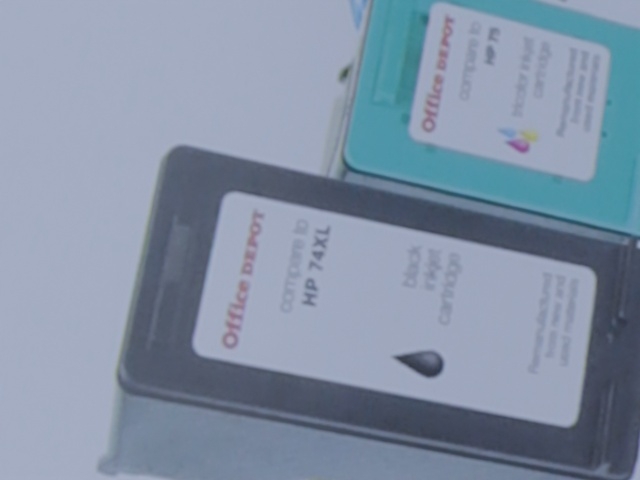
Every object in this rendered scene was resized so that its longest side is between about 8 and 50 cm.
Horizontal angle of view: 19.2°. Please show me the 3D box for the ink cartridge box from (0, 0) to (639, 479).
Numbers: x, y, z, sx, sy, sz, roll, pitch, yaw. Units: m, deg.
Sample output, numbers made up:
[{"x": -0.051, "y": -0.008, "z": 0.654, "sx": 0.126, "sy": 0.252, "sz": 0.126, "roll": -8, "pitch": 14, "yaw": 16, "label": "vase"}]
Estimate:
[{"x": 0.000, "y": 0.000, "z": 0.424, "sx": 0.198, "sy": 0.270, "sz": 0.197, "roll": -179, "pitch": 100, "yaw": -79, "label": "ink cartridge box"}]
